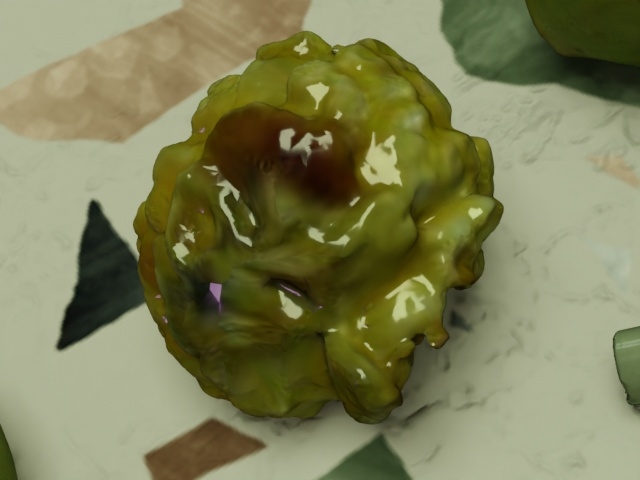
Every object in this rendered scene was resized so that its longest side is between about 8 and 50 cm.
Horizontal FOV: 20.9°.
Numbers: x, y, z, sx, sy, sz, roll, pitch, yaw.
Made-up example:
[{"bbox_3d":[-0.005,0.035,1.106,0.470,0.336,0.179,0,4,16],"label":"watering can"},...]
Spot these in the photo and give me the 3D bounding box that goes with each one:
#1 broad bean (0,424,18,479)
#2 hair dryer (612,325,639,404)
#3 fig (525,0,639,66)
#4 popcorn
[{"bbox_3d":[-0.290,0.183,0.942,0.238,0.119,0.291,17,66,23],"label":"broad bean"},{"bbox_3d":[0.252,0.014,0.937,0.219,0.088,0.225,-25,45,4],"label":"hair dryer"},{"bbox_3d":[0.222,-0.190,0.974,0.230,0.207,0.207,-38,59,-1],"label":"fig"},{"bbox_3d":[0.001,-0.002,0.951,0.189,0.218,0.169,32,27,11],"label":"popcorn"}]
